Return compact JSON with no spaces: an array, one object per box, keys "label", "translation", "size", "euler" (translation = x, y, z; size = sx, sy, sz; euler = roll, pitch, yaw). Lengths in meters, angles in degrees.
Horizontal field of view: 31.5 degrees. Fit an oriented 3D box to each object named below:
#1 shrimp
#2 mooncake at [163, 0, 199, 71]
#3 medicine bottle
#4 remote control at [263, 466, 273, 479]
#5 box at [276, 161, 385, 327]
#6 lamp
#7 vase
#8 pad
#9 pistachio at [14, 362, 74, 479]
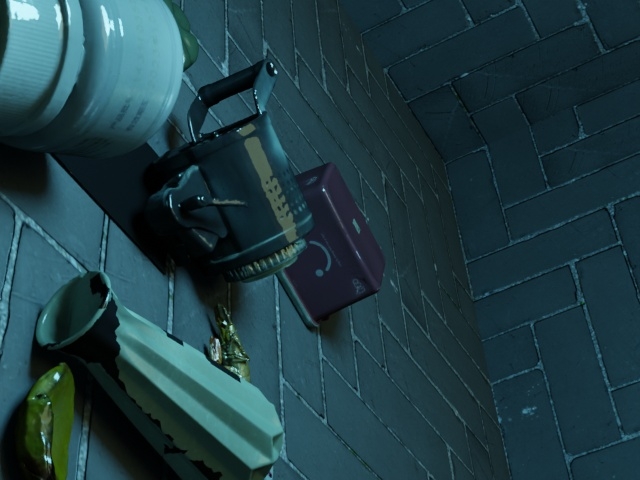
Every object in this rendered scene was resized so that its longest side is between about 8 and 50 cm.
[{"label":"shrimp","translation":[-0.154,0.177,1.779],"size":[0.095,0.045,0.163],"euler":[-8,79,-50]},{"label":"mooncake","translation":[-0.287,-0.351,1.933],"size":[0.175,0.104,0.168],"euler":[39,38,-50]},{"label":"medicine bottle","translation":[-0.342,-0.230,1.384],"size":[0.306,0.245,0.245],"euler":[2,66,-61]},{"label":"remote control","translation":[-0.116,0.311,1.716],"size":[0.166,0.029,0.065],"euler":[55,20,-34]},{"label":"box","translation":[0.000,0.000,2.216],"size":[0.294,0.167,0.193],"euler":[61,17,-18]},{"label":"lamp","translation":[-0.131,-0.073,1.843],"size":[0.272,0.205,0.374],"euler":[55,37,-26]},{"label":"vase","translation":[-0.200,0.189,1.451],"size":[0.360,0.165,0.165],"euler":[47,26,-35]},{"label":"pad","translation":[-0.329,-0.144,1.708],"size":[0.367,0.007,0.248],"euler":[53,22,-38]},{"label":"pistachio","translation":[-0.310,0.205,1.259],"size":[0.173,0.049,0.090],"euler":[-95,178,-48]}]
